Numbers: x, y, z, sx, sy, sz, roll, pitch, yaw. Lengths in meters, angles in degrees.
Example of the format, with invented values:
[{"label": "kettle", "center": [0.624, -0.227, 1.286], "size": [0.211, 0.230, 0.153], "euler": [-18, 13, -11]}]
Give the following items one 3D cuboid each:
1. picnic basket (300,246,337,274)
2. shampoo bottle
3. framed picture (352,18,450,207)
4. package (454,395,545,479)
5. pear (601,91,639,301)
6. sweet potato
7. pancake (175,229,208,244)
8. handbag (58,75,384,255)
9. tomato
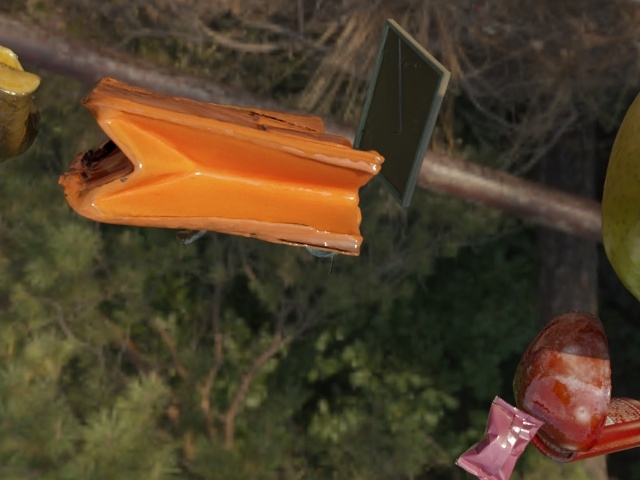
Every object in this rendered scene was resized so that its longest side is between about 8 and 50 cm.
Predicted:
[{"label": "picnic basket", "center": [0.000, 0.000, 1.529], "size": [0.083, 0.083, 0.065], "euler": [-15, 133, 36]}, {"label": "shampoo bottle", "center": [0.500, 0.325, 1.895], "size": [0.314, 0.076, 0.118], "euler": [-1, -164, -40]}, {"label": "framed picture", "center": [0.124, -0.203, 1.730], "size": [0.016, 0.184, 0.249], "euler": [-7, 129, -29]}, {"label": "package", "center": [0.177, 0.201, 1.069], "size": [0.059, 0.083, 0.029], "euler": [31, -177, -6]}, {"label": "pear", "center": [0.478, -0.057, 1.048], "size": [0.418, 0.362, 0.362], "euler": [-31, 155, -10]}, {"label": "sweet potato", "center": [-0.358, -0.139, 1.167], "size": [0.085, 0.112, 0.286], "euler": [-31, -167, -23]}, {"label": "pancake", "center": [-0.173, -0.087, 1.715], "size": [0.020, 0.190, 0.184], "euler": [30, 124, -28]}, {"label": "handbag", "center": [-0.109, -0.087, 1.156], "size": [0.304, 0.116, 0.410], "euler": [11, -170, -10]}, {"label": "tomato", "center": [0.263, 0.154, 1.213], "size": [0.091, 0.159, 0.139], "euler": [9, 152, -4]}]
